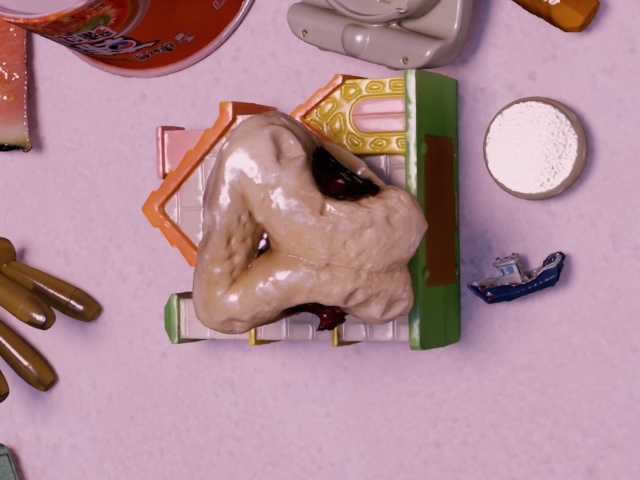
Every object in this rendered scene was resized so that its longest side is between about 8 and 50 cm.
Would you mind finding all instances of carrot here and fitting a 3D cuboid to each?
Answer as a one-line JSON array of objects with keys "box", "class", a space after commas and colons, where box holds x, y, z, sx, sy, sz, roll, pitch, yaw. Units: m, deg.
[{"box": [0.146, -0.221, 1.249, 0.170, 0.042, 0.042, 36, 103, 21], "class": "carrot"}]

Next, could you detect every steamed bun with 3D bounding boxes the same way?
[{"box": [0.000, 0.000, 1.157, 0.155, 0.141, 0.172, 15, 102, 12], "class": "steamed bun"}]

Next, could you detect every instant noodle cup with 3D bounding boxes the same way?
[{"box": [-0.193, -0.269, 1.301, 0.250, 0.192, 0.250, 0, 90, 22], "class": "instant noodle cup"}]

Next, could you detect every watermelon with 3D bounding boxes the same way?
[{"box": [-0.324, -0.189, 1.432, 0.119, 0.063, 0.245, -13, 81, 9], "class": "watermelon"}]

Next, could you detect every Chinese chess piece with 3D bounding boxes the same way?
[{"box": [0.172, -0.074, 1.243, 0.084, 0.034, 0.084, 0, 90, 20], "class": "Chinese chess piece"}]

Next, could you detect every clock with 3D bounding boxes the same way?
[{"box": [0.053, -0.239, 1.247, 0.151, 0.062, 0.191, 19, 110, 33], "class": "clock"}, {"box": [-0.020, -0.021, 1.282, 0.255, 0.106, 0.220, -1, 90, 22], "class": "clock"}]

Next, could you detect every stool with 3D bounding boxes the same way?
[{"box": [-0.280, 0.070, 1.387, 0.110, 0.135, 0.134, 39, 149, 14], "class": "stool"}]

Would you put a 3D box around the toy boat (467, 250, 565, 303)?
[{"box": [0.157, 0.027, 1.248, 0.083, 0.038, 0.038, -21, 83, 21], "class": "toy boat"}]

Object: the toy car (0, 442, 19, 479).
[{"box": [-0.299, 0.352, 1.393, 0.097, 0.141, 0.321, -24, 82, 48], "class": "toy car"}]
